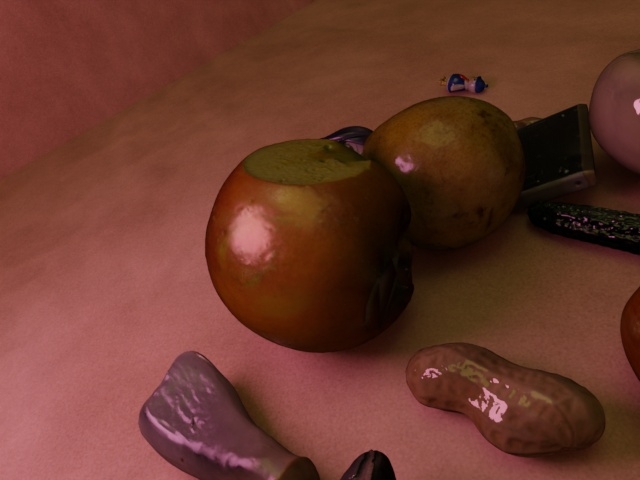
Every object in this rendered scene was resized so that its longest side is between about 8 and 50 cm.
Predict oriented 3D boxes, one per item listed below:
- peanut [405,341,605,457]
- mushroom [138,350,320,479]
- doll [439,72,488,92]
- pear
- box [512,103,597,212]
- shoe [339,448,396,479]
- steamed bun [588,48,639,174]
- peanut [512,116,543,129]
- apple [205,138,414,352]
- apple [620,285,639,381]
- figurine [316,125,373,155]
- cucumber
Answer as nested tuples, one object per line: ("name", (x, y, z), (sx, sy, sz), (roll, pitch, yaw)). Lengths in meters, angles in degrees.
("peanut", (0.243, 0.223, 0.711), (0.275, 0.111, 0.125), (13, 64, 39))
("mushroom", (-0.141, 0.300, 0.765), (0.329, 0.122, 0.159), (19, 90, 36))
("doll", (0.420, -0.457, 1.477), (0.143, 0.057, 0.099), (19, 43, 32))
("pear", (0.243, -0.140, 0.987), (0.304, 0.303, 0.303), (-12, 39, 10))
("box", (0.472, -0.179, 1.080), (0.211, 0.045, 0.270), (-19, 33, 38))
("shoe", (-0.029, 0.403, 0.606), (0.171, 0.132, 0.336), (8, 52, 34))
("steamed bun", (0.677, -0.230, 0.948), (0.334, 0.232, 0.312), (-24, 34, -35))
("peanut", (0.493, -0.270, 1.225), (0.113, 0.053, 0.053), (-12, 39, 10))
("apple", (0.000, 0.000, 0.879), (0.375, 0.374, 0.383), (16, 65, 37))
("apple", (0.505, 0.112, 0.610), (0.246, 0.246, 0.226), (-21, 36, 0))
("figurine", (0.033, -0.171, 1.222), (0.265, 0.175, 0.197), (-19, 33, -10))
("cucumber", (0.500, -0.024, 0.911), (0.265, 0.077, 0.077), (17, 52, 38))
